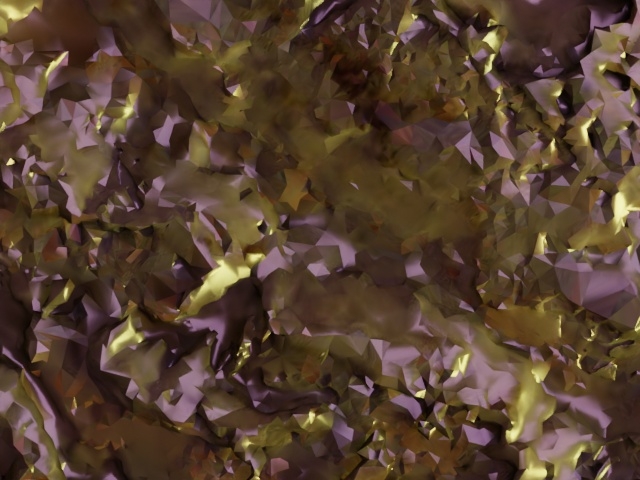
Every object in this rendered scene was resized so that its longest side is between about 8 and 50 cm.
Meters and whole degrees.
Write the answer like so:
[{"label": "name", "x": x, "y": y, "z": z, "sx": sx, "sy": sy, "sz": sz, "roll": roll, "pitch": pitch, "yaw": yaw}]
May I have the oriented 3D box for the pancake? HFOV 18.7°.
[{"label": "pancake", "x": 0.000, "y": 0.000, "z": 0.713, "sx": 0.382, "sy": 0.071, "sz": 0.382, "roll": 0, "pitch": 93, "yaw": 0}]
